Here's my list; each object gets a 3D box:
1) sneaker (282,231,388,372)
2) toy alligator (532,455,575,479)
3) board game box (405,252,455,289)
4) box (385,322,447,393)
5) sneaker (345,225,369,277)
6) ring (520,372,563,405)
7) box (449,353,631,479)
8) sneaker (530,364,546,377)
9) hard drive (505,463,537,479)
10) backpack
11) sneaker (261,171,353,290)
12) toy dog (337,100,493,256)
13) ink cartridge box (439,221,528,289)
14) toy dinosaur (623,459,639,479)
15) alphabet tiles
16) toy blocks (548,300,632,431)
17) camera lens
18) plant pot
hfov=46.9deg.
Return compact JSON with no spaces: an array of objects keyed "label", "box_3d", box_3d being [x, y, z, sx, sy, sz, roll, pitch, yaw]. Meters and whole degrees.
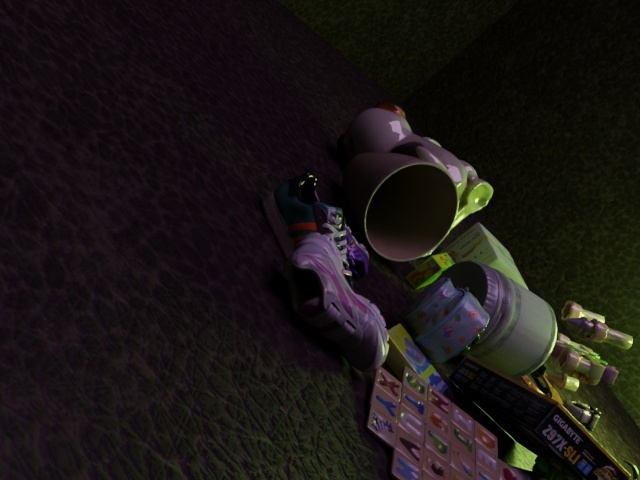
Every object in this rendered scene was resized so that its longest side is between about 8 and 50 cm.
[{"label":"sneaker","box_3d":[0.013,0.115,1.217,0.252,0.103,0.111,56,36,2]},{"label":"toy alligator","box_3d":[0.465,0.480,1.434,0.190,0.056,0.051,45,-22,-14]},{"label":"board game box","box_3d":[0.293,0.079,1.958,0.043,0.092,0.181,53,18,11]},{"label":"box","box_3d":[0.180,0.249,1.425,0.178,0.042,0.109,53,18,10]},{"label":"sneaker","box_3d":[0.050,0.018,1.541,0.170,0.068,0.071,39,26,-33]},{"label":"ring","box_3d":[0.618,0.387,2.229,0.336,0.032,0.336,43,20,-20]},{"label":"box","box_3d":[0.445,0.382,1.533,0.257,0.079,0.322,45,-8,-19]},{"label":"sneaker","box_3d":[0.580,0.331,2.130,0.161,0.057,0.075,42,3,-20]},{"label":"hard drive","box_3d":[0.426,0.547,1.388,0.339,0.064,0.237,29,27,-47]},{"label":"backpack","box_3d":[0.256,0.167,1.528,0.144,0.166,0.188,50,1,-8]},{"label":"sneaker","box_3d":[0.000,0.000,1.360,0.108,0.121,0.302,20,35,-57]},{"label":"toy dog","box_3d":[0.229,-0.206,2.117,0.408,0.284,0.395,47,7,27]},{"label":"ink cartridge box","box_3d":[0.508,0.094,2.320,0.168,0.171,0.233,42,19,-23]},{"label":"toy dinosaur","box_3d":[0.902,0.769,2.059,0.160,0.121,0.313,52,9,-36]},{"label":"alphabet tiles","box_3d":[0.216,0.358,1.233,0.342,0.011,0.285,39,25,-8]},{"label":"toy blocks","box_3d":[0.711,0.342,2.204,0.260,0.309,0.288,20,8,-3]},{"label":"camera lens","box_3d":[0.415,0.193,1.784,0.274,0.219,0.219,30,25,-30]},{"label":"plant pot","box_3d":[0.166,-0.121,1.867,0.256,0.256,0.274,38,5,-34]}]
